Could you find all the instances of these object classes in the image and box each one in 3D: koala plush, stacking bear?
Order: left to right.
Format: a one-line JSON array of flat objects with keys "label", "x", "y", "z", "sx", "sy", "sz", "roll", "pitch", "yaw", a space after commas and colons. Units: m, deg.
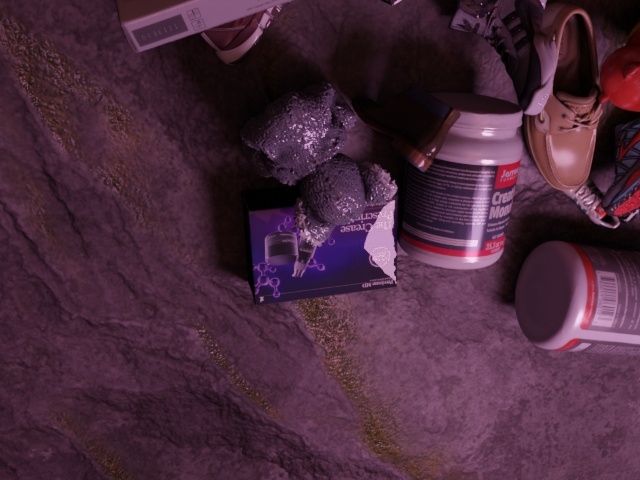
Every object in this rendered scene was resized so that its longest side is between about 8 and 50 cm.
[{"label": "koala plush", "x": -0.004, "y": -0.116, "z": 1.148, "sx": 0.196, "sy": 0.203, "sz": 0.221, "roll": -30, "pitch": 89, "yaw": 3}, {"label": "stacking bear", "x": 0.587, "y": -0.314, "z": 1.221, "sx": 0.289, "sy": 0.175, "sz": 0.164, "roll": -35, "pitch": 85, "yaw": -21}]

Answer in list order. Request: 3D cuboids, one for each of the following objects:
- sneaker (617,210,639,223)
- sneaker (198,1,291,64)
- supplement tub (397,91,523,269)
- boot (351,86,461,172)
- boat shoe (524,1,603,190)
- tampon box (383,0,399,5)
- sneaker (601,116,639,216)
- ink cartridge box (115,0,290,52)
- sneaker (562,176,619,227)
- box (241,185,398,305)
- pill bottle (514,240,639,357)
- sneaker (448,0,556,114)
[{"label": "sneaker", "x": 0.648, "y": -0.105, "z": 1.425, "sx": 0.077, "sy": 0.072, "sz": 0.178, "roll": 23, "pitch": 107, "yaw": -23}, {"label": "sneaker", "x": -0.108, "y": -0.415, "z": 1.087, "sx": 0.162, "sy": 0.106, "sz": 0.281, "roll": 36, "pitch": 101, "yaw": -21}, {"label": "supplement tub", "x": 0.240, "y": -0.104, "z": 1.257, "sx": 0.191, "sy": 0.191, "sz": 0.272, "roll": -1, "pitch": 113, "yaw": -14}, {"label": "boot", "x": 0.137, "y": -0.204, "z": 1.177, "sx": 0.082, "sy": 0.219, "sz": 0.106, "roll": 27, "pitch": 107, "yaw": -44}, {"label": "boat shoe", "x": 0.430, "y": -0.239, "z": 1.279, "sx": 0.122, "sy": 0.110, "sz": 0.341, "roll": -16, "pitch": 112, "yaw": -3}, {"label": "tampon box", "x": 0.101, "y": -0.439, "z": 1.092, "sx": 0.101, "sy": 0.161, "sz": 0.120, "roll": -32, "pitch": 116, "yaw": 3}, {"label": "sneaker", "x": 0.597, "y": -0.163, "z": 1.364, "sx": 0.262, "sy": 0.125, "sz": 0.104, "roll": -53, "pitch": 141, "yaw": 2}, {"label": "ink cartridge box", "x": -0.160, "y": -0.405, "z": 1.026, "sx": 0.275, "sy": 0.239, "sz": 0.060, "roll": -19, "pitch": 148, "yaw": 0}, {"label": "sneaker", "x": 0.520, "y": -0.081, "z": 1.400, "sx": 0.057, "sy": 0.075, "sz": 0.161, "roll": -45, "pitch": 116, "yaw": 7}, {"label": "box", "x": 0.000, "y": 0.000, "z": 1.296, "sx": 0.261, "sy": 0.103, "sz": 0.184, "roll": -7, "pitch": 117, "yaw": -11}, {"label": "pill bottle", "x": 0.589, "y": 0.122, "z": 1.431, "sx": 0.363, "sy": 0.210, "sz": 0.210, "roll": 8, "pitch": 111, "yaw": -17}, {"label": "sneaker", "x": 0.288, "y": -0.328, "z": 1.183, "sx": 0.153, "sy": 0.101, "sz": 0.268, "roll": 1, "pitch": 74, "yaw": -3}]
